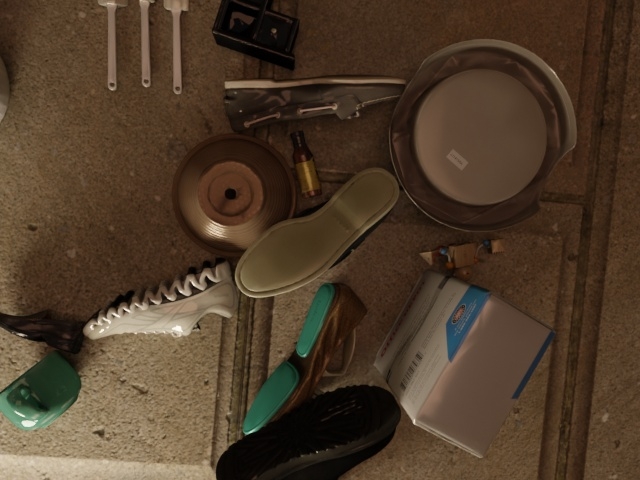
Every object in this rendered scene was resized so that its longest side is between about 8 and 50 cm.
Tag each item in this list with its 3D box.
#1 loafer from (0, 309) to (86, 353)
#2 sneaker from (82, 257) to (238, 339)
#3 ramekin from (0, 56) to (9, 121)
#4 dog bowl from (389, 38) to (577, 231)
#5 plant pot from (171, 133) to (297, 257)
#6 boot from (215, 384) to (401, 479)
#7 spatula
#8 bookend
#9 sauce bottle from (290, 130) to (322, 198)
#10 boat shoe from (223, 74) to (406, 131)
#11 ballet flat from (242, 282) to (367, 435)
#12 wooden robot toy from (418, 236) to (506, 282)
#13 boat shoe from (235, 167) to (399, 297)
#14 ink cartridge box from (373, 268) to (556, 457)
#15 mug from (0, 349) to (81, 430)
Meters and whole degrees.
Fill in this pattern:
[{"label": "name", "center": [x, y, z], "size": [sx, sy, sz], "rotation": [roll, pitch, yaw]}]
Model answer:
[{"label": "loafer", "center": [-0.525, 0.160, 1.006], "size": [0.170, 0.062, 0.061], "rotation": [20, 69, -7]}, {"label": "sneaker", "center": [-0.293, 0.134, 0.995], "size": [0.292, 0.110, 0.118], "rotation": [-20, 102, -2]}, {"label": "ramekin", "center": [-0.692, -0.280, 0.926], "size": [0.277, 0.135, 0.277], "rotation": [0, 92, -6]}, {"label": "dog bowl", "center": [0.291, -0.190, 1.013], "size": [0.349, 0.102, 0.348], "rotation": [0, 92, -3]}, {"label": "plant pot", "center": [-0.161, -0.083, 0.987], "size": [0.237, 0.110, 0.237], "rotation": [0, 93, -2]}, {"label": "boot", "center": [0.016, 0.419, 0.960], "size": [0.348, 0.131, 0.260], "rotation": [-25, 117, 9]}, {"label": "spatula", "center": [-0.333, -0.400, 1.010], "size": [0.168, 0.019, 0.242], "rotation": [0, 93, -9]}, {"label": "bookend", "center": [-0.100, -0.422, 0.993], "size": [0.157, 0.072, 0.156], "rotation": [19, 91, -5]}, {"label": "sauce bottle", "center": [-0.030, -0.145, 1.024], "size": [0.042, 0.042, 0.128], "rotation": [-14, 95, -3]}, {"label": "boat shoe", "center": [-0.011, -0.255, 0.997], "size": [0.335, 0.112, 0.095], "rotation": [-1, 110, 2]}, {"label": "ballet flat", "center": [-0.014, 0.245, 1.022], "size": [0.124, 0.116, 0.342], "rotation": [30, 86, -23]}, {"label": "wooden robot toy", "center": [0.274, 0.044, 1.033], "size": [0.173, 0.076, 0.079], "rotation": [-9, 92, -18]}, {"label": "boat shoe", "center": [-0.002, -0.003, 0.999], "size": [0.340, 0.113, 0.127], "rotation": [-41, 76, -7]}, {"label": "ink cartridge box", "center": [0.224, 0.187, 0.923], "size": [0.129, 0.307, 0.223], "rotation": [29, 90, -6]}, {"label": "mug", "center": [-0.505, 0.282, 0.957], "size": [0.129, 0.158, 0.097], "rotation": [-33, 101, 23]}]
